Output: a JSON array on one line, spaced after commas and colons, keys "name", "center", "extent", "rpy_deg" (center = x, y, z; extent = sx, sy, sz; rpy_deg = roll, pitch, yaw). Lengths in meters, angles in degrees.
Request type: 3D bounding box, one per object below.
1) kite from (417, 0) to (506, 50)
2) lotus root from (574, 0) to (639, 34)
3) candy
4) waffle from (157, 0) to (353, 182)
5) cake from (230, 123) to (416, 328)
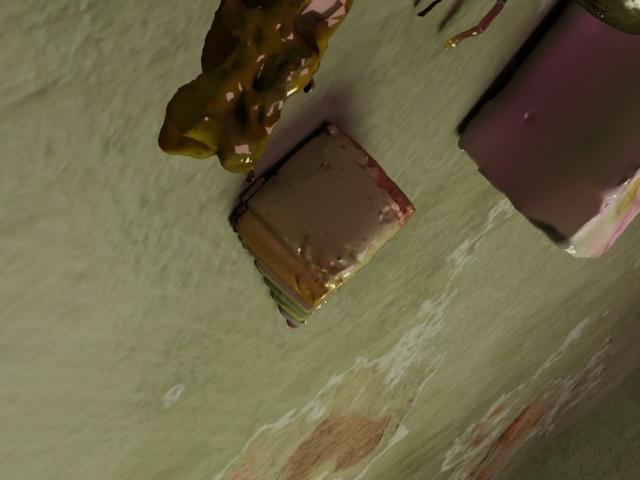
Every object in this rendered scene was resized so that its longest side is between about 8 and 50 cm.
[{"name": "kite", "center": [0.192, -0.283, 0.781], "extent": [0.360, 0.022, 0.204], "rpy_deg": [-50, 157, 6]}, {"name": "lotus root", "center": [0.216, -0.198, 0.779], "extent": [0.120, 0.120, 0.209], "rpy_deg": [-53, 156, 16]}, {"name": "candy", "center": [0.256, -0.127, 0.983], "extent": [0.265, 0.155, 0.116], "rpy_deg": [-52, 161, 13]}, {"name": "waffle", "center": [0.034, -0.177, 0.462], "extent": [0.293, 0.069, 0.259], "rpy_deg": [-51, -168, 55]}, {"name": "cake", "center": [0.016, 0.013, 0.882], "extent": [0.109, 0.090, 0.225], "rpy_deg": [-46, 159, -11]}]
